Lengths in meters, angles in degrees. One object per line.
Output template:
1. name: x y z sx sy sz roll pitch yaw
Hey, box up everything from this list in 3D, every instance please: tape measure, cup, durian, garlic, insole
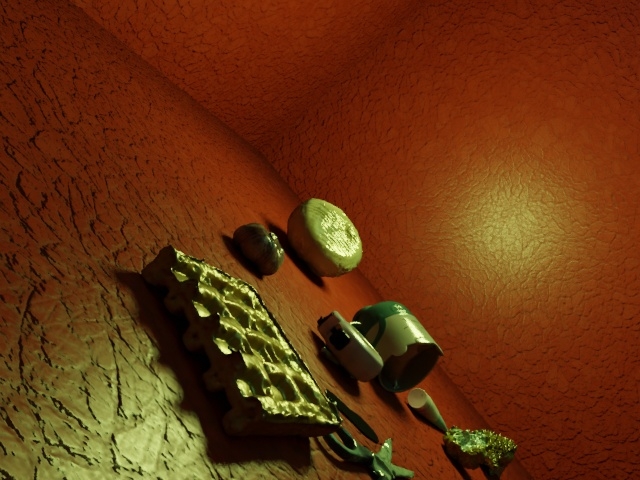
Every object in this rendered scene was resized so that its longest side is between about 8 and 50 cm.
1. tape measure: 0.078 0.300 1.474 0.196 0.105 0.178 48 -1 -14
2. cup: 0.213 0.333 1.768 0.290 0.219 0.257 6 29 -29
3. durian: 0.678 0.844 2.171 0.172 0.166 0.306 19 -13 24
4. garlic: -0.160 0.018 1.498 0.159 0.102 0.147 50 5 10
5. insole: 0.074 0.400 1.240 0.188 0.004 0.064 46 6 -18

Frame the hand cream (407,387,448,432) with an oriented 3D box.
1. hand cream: 0.382 0.603 1.932 0.111 0.070 0.312 52 -1 43

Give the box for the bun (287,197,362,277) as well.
1. bun: 0.000 0.000 2.161 0.326 0.234 0.362 38 27 -30

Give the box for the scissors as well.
1. scissors: 0.128 0.466 1.115 0.256 0.029 0.383 52 6 26

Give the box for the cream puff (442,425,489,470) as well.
1. cream puff: 0.478 0.686 1.795 0.156 0.121 0.156 6 29 -3

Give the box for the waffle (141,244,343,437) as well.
1. waffle: -0.121 0.182 0.924 0.348 0.077 0.304 52 6 31
